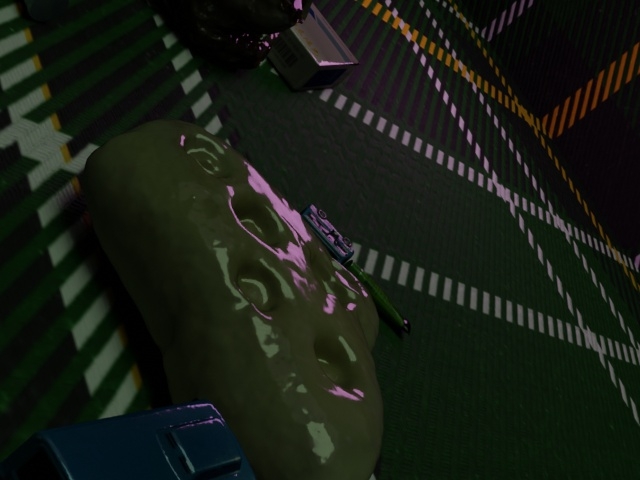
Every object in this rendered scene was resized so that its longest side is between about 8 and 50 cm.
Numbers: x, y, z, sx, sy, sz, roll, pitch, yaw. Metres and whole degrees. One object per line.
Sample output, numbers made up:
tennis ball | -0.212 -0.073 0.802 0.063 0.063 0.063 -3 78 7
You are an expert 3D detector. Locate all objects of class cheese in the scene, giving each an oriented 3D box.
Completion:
cheese | -0.086 0.052 0.869 0.328 0.129 0.351 46 21 -17

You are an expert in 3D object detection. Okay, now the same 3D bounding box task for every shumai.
shumai | -0.116 -0.360 1.357 0.218 0.185 0.184 47 23 -9

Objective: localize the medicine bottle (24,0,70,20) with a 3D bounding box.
medicine bottle | -0.335 -0.324 1.078 0.191 0.051 0.051 58 24 15

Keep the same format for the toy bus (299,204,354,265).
toy bus | 0.000 0.000 1.220 0.083 0.038 0.046 47 28 -4

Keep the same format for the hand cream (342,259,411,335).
hand cream | 0.073 0.073 1.264 0.122 0.023 0.036 45 12 -17

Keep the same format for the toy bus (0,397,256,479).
toy bus | -0.127 0.167 0.654 0.090 0.106 0.185 56 23 18

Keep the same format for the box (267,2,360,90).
box | -0.089 -0.398 1.619 0.343 0.065 0.200 53 23 5
